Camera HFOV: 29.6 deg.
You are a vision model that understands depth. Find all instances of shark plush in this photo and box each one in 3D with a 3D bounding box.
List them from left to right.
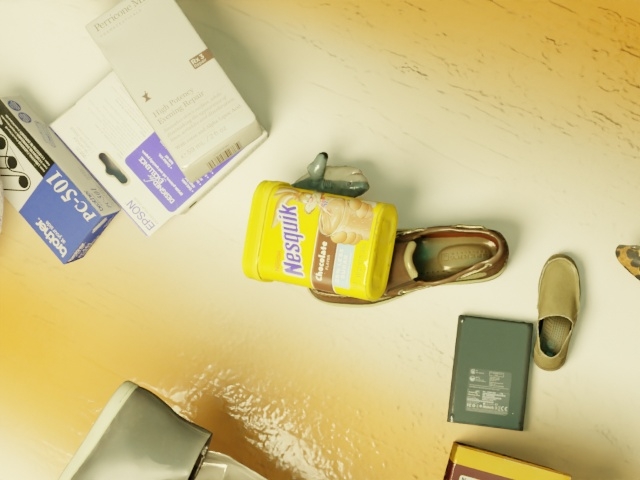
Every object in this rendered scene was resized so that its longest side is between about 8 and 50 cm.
[{"bbox_3d":[-0.017,-0.047,1.531,0.161,0.073,0.067,-31,64,4],"label":"shark plush"}]

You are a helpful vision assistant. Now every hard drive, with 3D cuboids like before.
[{"bbox_3d":[0.211,0.164,1.509,0.094,0.022,0.135,7,82,5],"label":"hard drive"}]

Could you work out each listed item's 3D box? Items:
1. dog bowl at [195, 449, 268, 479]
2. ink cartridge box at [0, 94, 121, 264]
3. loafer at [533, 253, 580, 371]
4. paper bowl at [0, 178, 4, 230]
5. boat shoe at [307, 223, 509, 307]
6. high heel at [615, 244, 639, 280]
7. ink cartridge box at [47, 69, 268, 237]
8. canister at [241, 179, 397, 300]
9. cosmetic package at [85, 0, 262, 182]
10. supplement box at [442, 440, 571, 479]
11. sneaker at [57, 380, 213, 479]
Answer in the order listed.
[{"bbox_3d":[-0.146,0.404,1.334,0.348,0.102,0.349,-1,81,4],"label":"dog bowl"},{"bbox_3d":[-0.358,-0.079,1.555,0.207,0.046,0.097,47,118,9],"label":"ink cartridge box"},{"bbox_3d":[0.295,0.088,1.501,0.056,0.050,0.148,5,82,5],"label":"loafer"},{"bbox_3d":[-0.533,-0.043,1.518,0.284,0.148,0.284,0,89,11],"label":"paper bowl"},{"bbox_3d":[0.105,0.022,1.501,0.257,0.095,0.095,-12,81,2],"label":"boat shoe"},{"bbox_3d":[0.445,0.125,1.451,0.261,0.093,0.186,28,75,7],"label":"high heel"},{"bbox_3d":[-0.210,-0.141,1.574,0.208,0.045,0.206,-41,81,-5],"label":"ink cartridge box"},{"bbox_3d":[0.000,0.000,1.467,0.170,0.073,0.126,10,92,26],"label":"canister"},{"bbox_3d":[-0.183,-0.200,1.519,0.117,0.085,0.231,-35,80,-3],"label":"cosmetic package"},{"bbox_3d":[0.193,0.343,1.397,0.129,0.191,0.194,15,83,6],"label":"supplement box"},{"bbox_3d":[-0.210,0.269,1.267,0.118,0.083,0.222,28,82,8],"label":"sneaker"}]
